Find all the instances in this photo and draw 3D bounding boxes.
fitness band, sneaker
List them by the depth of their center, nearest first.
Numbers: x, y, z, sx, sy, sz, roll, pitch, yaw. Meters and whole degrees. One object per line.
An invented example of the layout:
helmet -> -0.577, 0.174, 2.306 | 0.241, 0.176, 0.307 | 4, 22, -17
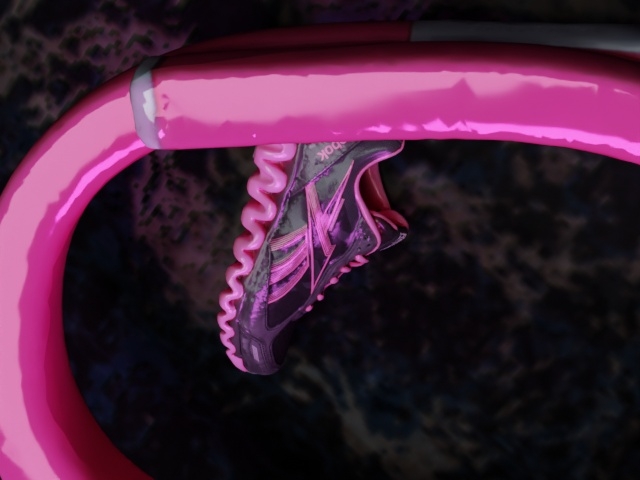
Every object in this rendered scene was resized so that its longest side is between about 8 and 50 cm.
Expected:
fitness band -> 0.029, 0.036, 0.495 | 0.291, 0.054, 0.209 | 0, 110, 8
sneaker -> 0.000, 0.000, 0.535 | 0.057, 0.047, 0.119 | 17, 118, 4
